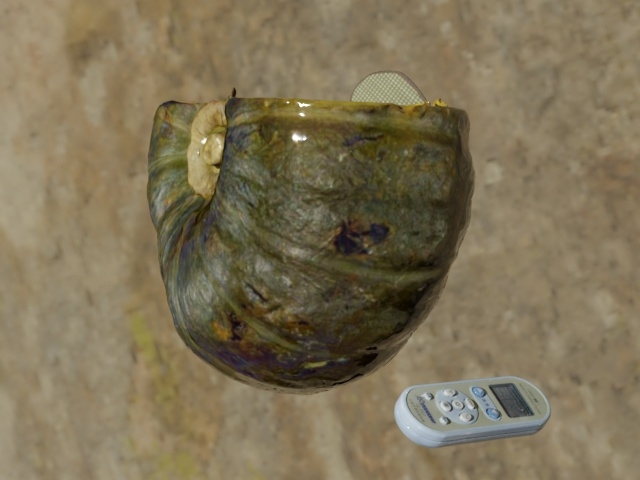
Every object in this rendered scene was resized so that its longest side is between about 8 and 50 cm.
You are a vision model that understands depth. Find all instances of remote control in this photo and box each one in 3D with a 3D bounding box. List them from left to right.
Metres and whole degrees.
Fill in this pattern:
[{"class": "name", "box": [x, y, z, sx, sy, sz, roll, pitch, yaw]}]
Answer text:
[{"class": "remote control", "box": [0.196, 0.221, 2.018, 0.087, 0.244, 0.047, 55, 132, 37]}]

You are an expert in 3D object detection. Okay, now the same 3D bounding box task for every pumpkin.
[{"class": "pumpkin", "box": [0.000, 0.000, 1.193, 0.325, 0.242, 0.232, -163, 73, -70]}]

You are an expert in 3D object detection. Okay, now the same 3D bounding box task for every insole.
[{"class": "insole", "box": [0.101, -0.146, 1.892, 0.086, 0.005, 0.253, -54, 37, 7]}]
